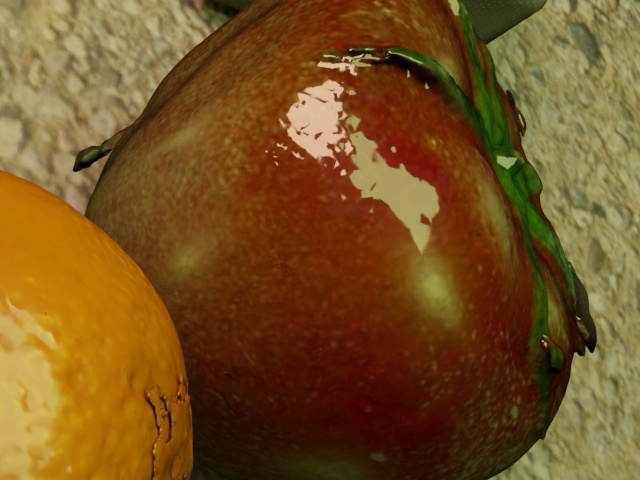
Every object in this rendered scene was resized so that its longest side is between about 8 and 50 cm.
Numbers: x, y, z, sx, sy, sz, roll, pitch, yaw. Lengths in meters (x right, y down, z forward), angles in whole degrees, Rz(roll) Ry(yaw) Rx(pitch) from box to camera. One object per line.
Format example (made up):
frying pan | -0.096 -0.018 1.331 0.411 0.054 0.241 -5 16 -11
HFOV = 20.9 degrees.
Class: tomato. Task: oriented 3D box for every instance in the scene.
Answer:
tomato | 0.000 0.000 0.935 0.303 0.239 0.303 58 19 -33

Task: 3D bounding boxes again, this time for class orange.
orange | -0.177 0.081 0.746 0.246 0.246 0.246 21 55 -33

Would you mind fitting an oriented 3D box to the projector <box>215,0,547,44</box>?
projector | 0.023 -0.235 1.158 0.242 0.163 0.177 19 55 -39
